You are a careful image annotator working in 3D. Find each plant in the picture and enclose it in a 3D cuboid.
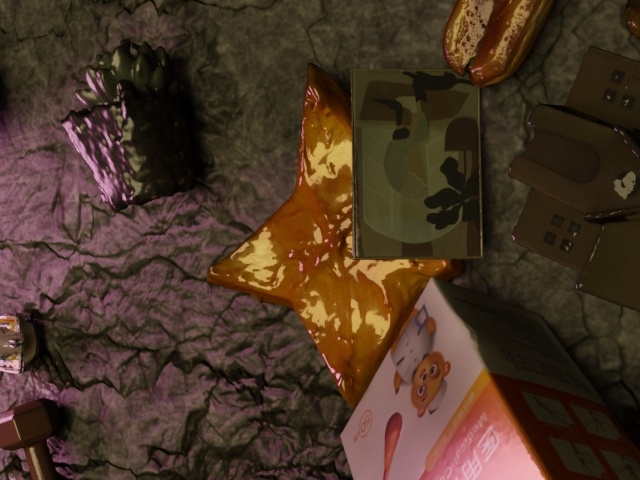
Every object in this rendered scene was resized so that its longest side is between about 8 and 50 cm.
[{"bbox_3d":[-0.230,-0.139,1.128,0.132,0.129,0.194,-13,93,29],"label":"plant"}]

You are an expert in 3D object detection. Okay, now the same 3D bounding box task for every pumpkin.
[{"bbox_3d":[0.025,-0.003,1.027,0.258,0.095,0.290,36,105,17],"label":"pumpkin"}]

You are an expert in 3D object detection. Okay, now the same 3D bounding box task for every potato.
[{"bbox_3d":[0.322,-0.203,0.872,0.083,0.040,0.051,45,119,18],"label":"potato"}]

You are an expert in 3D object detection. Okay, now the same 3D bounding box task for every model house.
[{"bbox_3d":[0.308,-0.034,0.785,0.243,0.204,0.211,29,107,37],"label":"model house"}]

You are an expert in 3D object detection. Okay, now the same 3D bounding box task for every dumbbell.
[{"bbox_3d":[-0.382,0.339,1.297,0.082,0.092,0.231,-19,87,1],"label":"dumbbell"}]

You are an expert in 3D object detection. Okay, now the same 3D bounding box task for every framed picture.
[{"bbox_3d":[0.100,-0.080,0.970,0.136,0.010,0.201,0,85,-1],"label":"framed picture"}]

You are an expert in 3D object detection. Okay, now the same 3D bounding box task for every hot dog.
[{"bbox_3d":[0.199,-0.270,0.915,0.100,0.068,0.249,35,109,34],"label":"hot dog"}]

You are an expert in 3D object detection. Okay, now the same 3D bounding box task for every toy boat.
[{"bbox_3d":[-0.485,0.146,1.339,0.210,0.066,0.084,-3,93,29],"label":"toy boat"}]

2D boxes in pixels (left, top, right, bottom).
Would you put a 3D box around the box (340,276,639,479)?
[{"bbox_3d":[0.155,0.220,0.847,0.143,0.341,0.225,19,111,-21],"label":"box"}]
